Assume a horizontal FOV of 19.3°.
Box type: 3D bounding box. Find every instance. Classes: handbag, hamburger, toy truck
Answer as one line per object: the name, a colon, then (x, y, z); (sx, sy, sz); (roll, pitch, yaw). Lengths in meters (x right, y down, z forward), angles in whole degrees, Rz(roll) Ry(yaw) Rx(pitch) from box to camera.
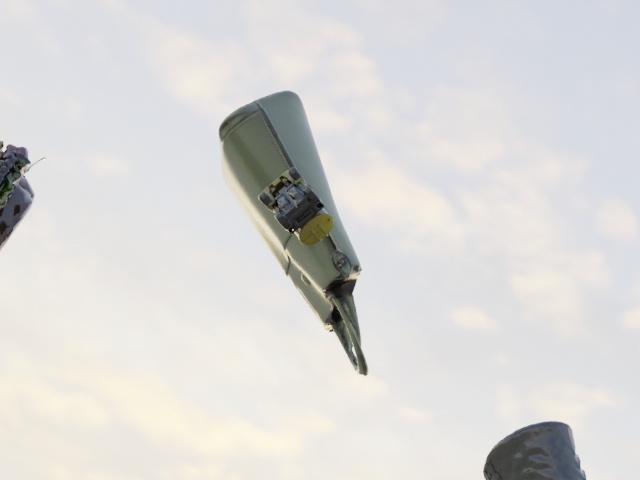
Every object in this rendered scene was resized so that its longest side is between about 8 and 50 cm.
handbag: (0.000, 0.000, 2.096); (0.315, 0.109, 0.241); (59, -8, 16)
hamburger: (-0.410, -0.016, 2.006); (0.139, 0.261, 0.243); (38, -71, -13)
toy truck: (-0.024, -0.034, 1.898); (0.054, 0.049, 0.083); (48, 1, -32)

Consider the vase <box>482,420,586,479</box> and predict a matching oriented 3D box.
vase: (0.202, 0.248, 1.396); (0.115, 0.115, 0.237); (75, -9, -55)
